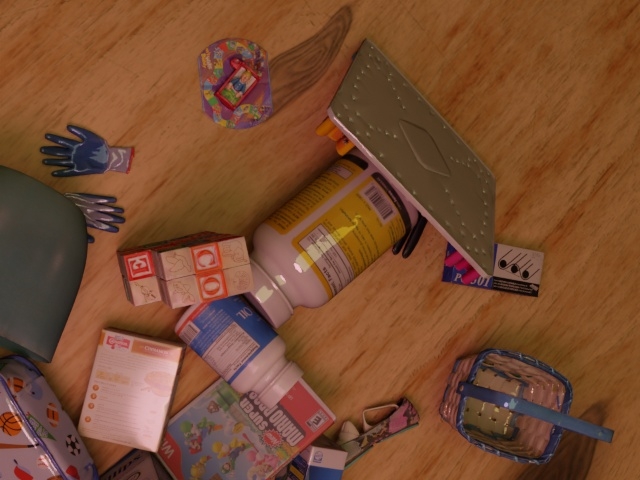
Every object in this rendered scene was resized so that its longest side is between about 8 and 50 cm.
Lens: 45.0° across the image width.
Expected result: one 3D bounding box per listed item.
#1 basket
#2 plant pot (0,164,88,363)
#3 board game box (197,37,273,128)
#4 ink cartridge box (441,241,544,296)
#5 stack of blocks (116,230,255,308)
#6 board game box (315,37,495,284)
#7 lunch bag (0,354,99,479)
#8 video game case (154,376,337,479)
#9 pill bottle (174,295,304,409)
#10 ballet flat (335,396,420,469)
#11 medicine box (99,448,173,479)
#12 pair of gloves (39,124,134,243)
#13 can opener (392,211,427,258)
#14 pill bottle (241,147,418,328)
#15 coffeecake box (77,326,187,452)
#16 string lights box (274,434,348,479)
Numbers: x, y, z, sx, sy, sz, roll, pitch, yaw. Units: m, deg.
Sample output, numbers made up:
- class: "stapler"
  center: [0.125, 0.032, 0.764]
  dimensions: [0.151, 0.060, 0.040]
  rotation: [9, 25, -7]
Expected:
- class: "basket"
  center: [0.373, 0.317, 1.476]
  dimensions: [0.255, 0.289, 0.201]
  rotation: [23, 84, -19]
- class: "plant pot"
  center: [-0.499, 0.024, 1.194]
  dimensions: [0.293, 0.293, 0.235]
  rotation: [29, 69, -17]
- class: "board game box"
  center: [-0.152, -0.291, 1.421]
  dimensions: [0.133, 0.033, 0.168]
  rotation: [-6, 93, -18]
- class: "ink cartridge box"
  center: [0.357, 0.055, 1.593]
  dimensions: [0.207, 0.046, 0.097]
  rotation: [11, 87, -18]
- class: "stack of blocks"
  center: [-0.231, 0.047, 1.266]
  dimensions: [0.171, 0.297, 0.087]
  rotation: [-13, 96, -19]
- class: "board game box"
  center: [0.171, -0.153, 1.388]
  dimensions: [0.050, 0.390, 0.390]
  rotation: [-38, 106, 29]
- class: "lunch bag"
  center: [-0.522, 0.343, 1.245]
  dimensions: [0.243, 0.115, 0.303]
  rotation: [-28, 95, 11]
- class: "video game case"
  center: [-0.141, 0.340, 1.384]
  dimensions: [0.285, 0.025, 0.204]
  rotation: [-39, 64, -13]
- class: "pill bottle"
  center: [-0.139, 0.189, 1.361]
  dimensions: [0.221, 0.124, 0.124]
  rotation: [43, 78, 3]
- class: "ballet flat"
  center: [0.091, 0.374, 1.507]
  dimensions: [0.222, 0.077, 0.079]
  rotation: [-26, 81, -21]
- class: "medicine box"
  center: [-0.259, 0.513, 1.273]
  dimensions: [0.149, 0.289, 0.263]
  rotation: [-37, 102, -14]
- class: "pair of gloves"
  center: [-0.413, -0.097, 1.346]
  dimensions: [0.159, 0.023, 0.198]
  rotation: [9, 88, -18]
- class: "can opener"
  center: [0.194, -0.051, 1.532]
  dimensions: [0.073, 0.059, 0.186]
  rotation: [30, 89, -41]
- class: "pill bottle"
  center: [0.000, 0.000, 1.399]
  dimensions: [0.334, 0.188, 0.188]
  rotation: [-40, 103, -13]
- class: "coffeecake box"
  center: [-0.325, 0.256, 1.344]
  dimensions: [0.142, 0.068, 0.185]
  rotation: [14, 88, -2]
- class: "string lights box"
  center: [-0.037, 0.493, 1.427]
  dimensions: [0.077, 0.133, 0.259]
  rotation: [16, 86, -22]
